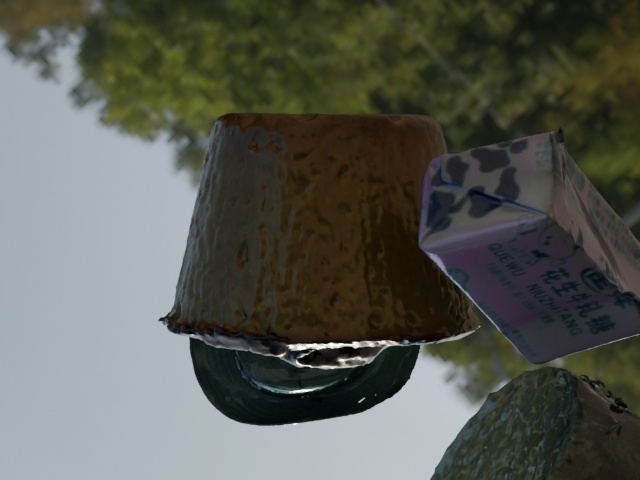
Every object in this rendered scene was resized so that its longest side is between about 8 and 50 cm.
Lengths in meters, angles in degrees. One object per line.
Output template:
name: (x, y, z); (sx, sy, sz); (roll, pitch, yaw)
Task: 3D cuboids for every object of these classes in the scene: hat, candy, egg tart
hat: (-0.014, 0.080, 1.492); (0.078, 0.191, 0.138); (-44, -63, -86)
candy: (0.134, 0.004, 1.147); (0.160, 0.092, 0.073); (44, -141, -46)
egg tart: (0.000, 0.000, 1.252); (0.215, 0.215, 0.171); (-9, -81, -73)

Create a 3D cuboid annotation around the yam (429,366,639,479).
yam: (0.226, 0.258, 1.233); (0.348, 0.241, 0.241); (38, -164, -8)
